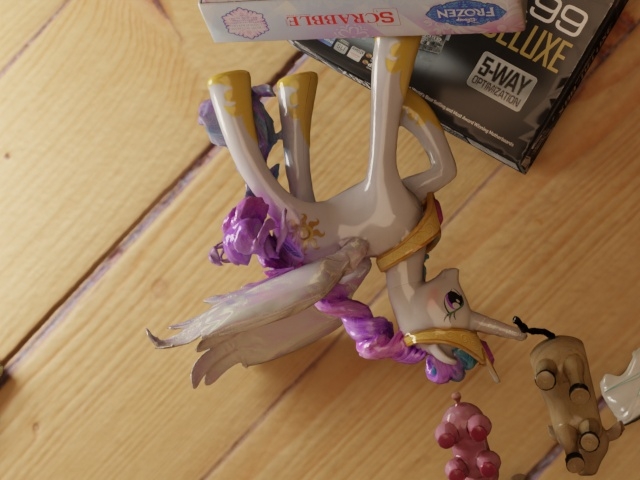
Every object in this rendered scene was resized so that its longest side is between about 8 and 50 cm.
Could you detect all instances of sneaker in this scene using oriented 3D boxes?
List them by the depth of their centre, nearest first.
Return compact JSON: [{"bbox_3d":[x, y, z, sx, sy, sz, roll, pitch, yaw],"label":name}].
[{"bbox_3d":[0.353,0.126,1.678,0.152,0.054,0.061,-35,74,6],"label":"sneaker"}]

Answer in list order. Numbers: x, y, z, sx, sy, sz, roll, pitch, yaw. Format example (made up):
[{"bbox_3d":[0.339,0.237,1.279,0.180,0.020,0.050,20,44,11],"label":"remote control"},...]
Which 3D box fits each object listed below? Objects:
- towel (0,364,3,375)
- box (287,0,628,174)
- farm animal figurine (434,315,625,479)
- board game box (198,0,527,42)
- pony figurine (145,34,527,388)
[{"bbox_3d":[-0.440,0.161,1.860,0.148,0.027,0.110,21,88,14],"label":"towel"},{"bbox_3d":[0.148,-0.249,1.760,0.307,0.076,0.242,31,90,15],"label":"box"},{"bbox_3d":[0.222,0.276,1.629,0.327,0.172,0.330,38,106,-4],"label":"farm animal figurine"},{"bbox_3d":[0.059,-0.345,1.673,0.318,0.066,0.318,1,57,15],"label":"board game box"},{"bbox_3d":[0.000,0.000,1.651,0.351,0.303,0.363,-15,82,4],"label":"pony figurine"}]
